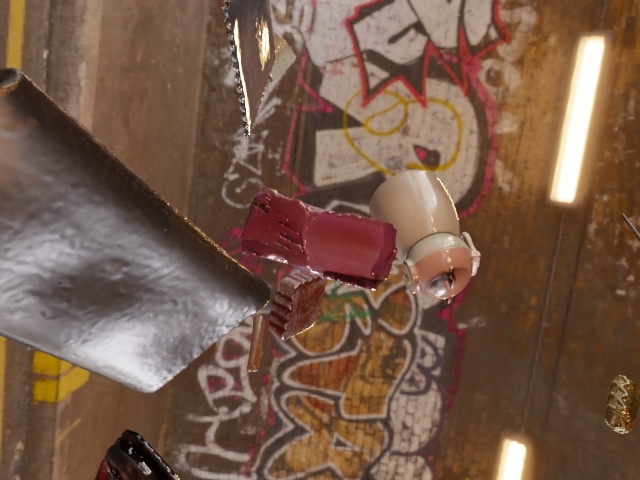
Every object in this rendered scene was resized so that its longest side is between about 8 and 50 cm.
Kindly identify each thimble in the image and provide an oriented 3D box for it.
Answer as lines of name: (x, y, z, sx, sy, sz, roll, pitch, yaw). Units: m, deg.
thimble: (-0.125, -0.473, 1.471, 0.090, 0.102, 0.115, -45, 155, 1)

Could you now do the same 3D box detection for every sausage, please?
sausage: (-0.124, 0.199, 1.103, 0.026, 0.026, 0.116, 99, -3, -54)

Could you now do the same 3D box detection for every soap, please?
soap: (0.000, 0.000, 0.914, 0.182, 0.289, 0.112, 14, -91, 49)

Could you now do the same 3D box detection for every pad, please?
pad: (-0.119, -0.364, 1.029, 0.269, 0.012, 0.270, 86, 12, -53)

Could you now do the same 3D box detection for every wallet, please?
wallet: (-0.183, 0.022, 0.463, 0.044, 0.170, 0.321, 54, 3, 41)

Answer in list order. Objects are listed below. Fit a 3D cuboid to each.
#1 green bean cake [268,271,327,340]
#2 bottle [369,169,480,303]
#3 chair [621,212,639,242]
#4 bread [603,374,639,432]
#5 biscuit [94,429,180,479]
green bean cake: (-0.051, 0.134, 1.222, 0.135, 0.056, 0.136, -17, 127, -58)
bottle: (0.188, 0.001, 1.018, 0.147, 0.147, 0.236, 98, -21, -48)
chair: (1.024, 0.000, 1.633, 0.166, 0.188, 0.272, -44, -130, 33)
bread: (0.589, 0.326, 1.123, 0.110, 0.060, 0.066, -50, 132, -44)
biscuit: (-0.164, 0.290, 0.474, 0.235, 0.151, 0.063, -55, -176, 7)
